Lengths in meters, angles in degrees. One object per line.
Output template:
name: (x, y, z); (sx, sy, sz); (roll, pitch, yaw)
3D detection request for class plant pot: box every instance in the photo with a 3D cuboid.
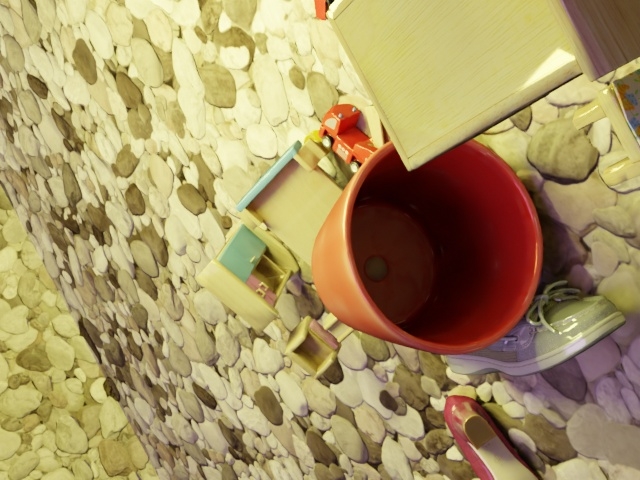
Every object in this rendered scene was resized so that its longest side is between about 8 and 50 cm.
plant pot: (0.114, 0.019, 1.265); (0.275, 0.274, 0.243); (61, 159, -1)

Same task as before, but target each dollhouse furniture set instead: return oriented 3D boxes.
dollhouse furniture set: (0.000, 0.000, 1.558); (0.286, 0.198, 0.303); (41, 113, -7)
dollhouse furniture set: (0.241, -0.236, 0.784); (0.362, 0.394, 0.256); (62, 155, 0)

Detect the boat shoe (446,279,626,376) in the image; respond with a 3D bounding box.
boat shoe: (0.260, 0.110, 1.263); (0.103, 0.118, 0.320); (64, 154, -3)

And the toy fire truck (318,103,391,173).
toy fire truck: (0.082, -0.147, 1.363); (0.192, 0.047, 0.135); (45, 142, 23)

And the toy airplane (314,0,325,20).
toy airplane: (0.009, -0.365, 1.318); (0.151, 0.028, 0.151); (30, 133, 37)

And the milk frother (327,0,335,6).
milk frother: (0.067, -0.343, 1.191); (0.129, 0.134, 0.143); (35, -142, -75)

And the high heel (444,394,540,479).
high heel: (0.266, 0.346, 1.475); (0.244, 0.082, 0.117); (53, 179, -12)
